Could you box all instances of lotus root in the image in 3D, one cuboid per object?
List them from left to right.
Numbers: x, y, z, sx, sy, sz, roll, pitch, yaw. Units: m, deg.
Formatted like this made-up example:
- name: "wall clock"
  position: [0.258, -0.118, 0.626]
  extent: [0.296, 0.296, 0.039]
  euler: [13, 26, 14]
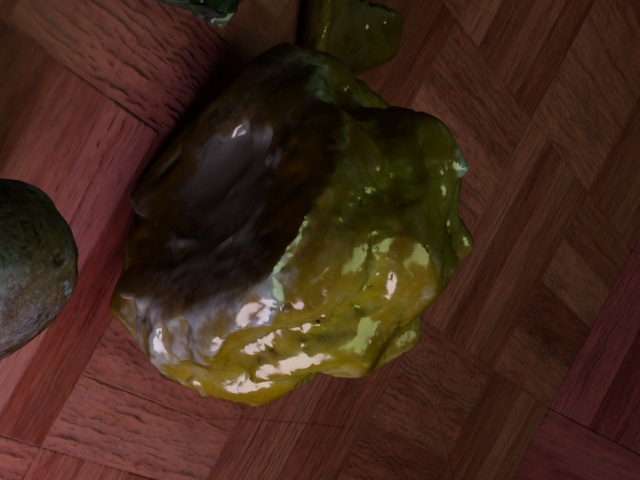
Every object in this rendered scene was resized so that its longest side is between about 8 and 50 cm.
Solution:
- name: "lotus root"
  position: [-0.333, 0.042, 1.078]
  extent: [0.322, 0.158, 0.140]
  euler: [-25, 131, -40]

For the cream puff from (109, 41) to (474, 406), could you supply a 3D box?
- name: "cream puff"
  position: [0.000, 0.000, 1.365]
  extent: [0.275, 0.378, 0.378]
  euler: [37, 80, -37]

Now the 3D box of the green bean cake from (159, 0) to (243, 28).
- name: "green bean cake"
  position: [-0.120, -0.299, 1.179]
  extent: [0.227, 0.125, 0.222]
  euler: [-6, 115, -58]

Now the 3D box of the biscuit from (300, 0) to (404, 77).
- name: "biscuit"
  position: [0.038, -0.258, 1.539]
  extent: [0.174, 0.039, 0.183]
  euler: [-31, 138, -42]
